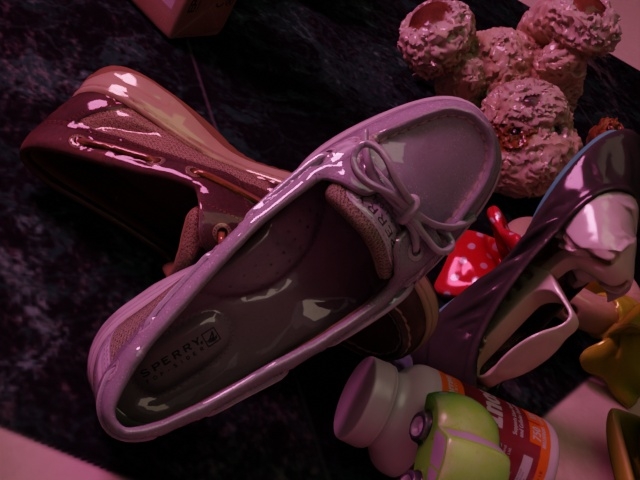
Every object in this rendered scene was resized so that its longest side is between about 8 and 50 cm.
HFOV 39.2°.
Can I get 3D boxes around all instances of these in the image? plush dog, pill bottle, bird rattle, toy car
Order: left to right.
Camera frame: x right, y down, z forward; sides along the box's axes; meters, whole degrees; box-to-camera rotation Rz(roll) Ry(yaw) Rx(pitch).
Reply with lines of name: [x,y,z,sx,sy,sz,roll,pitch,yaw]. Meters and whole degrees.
pill bottle: [0.091,0.144,0.663,0.152,0.086,0.086,25,37,-13]
toy car: [0.076,0.197,0.553,0.239,0.053,0.225,23,62,-17]
plush dog: [0.223,-0.150,1.059,0.262,0.211,0.225,-5,61,-5]
bird rattle: [0.241,0.045,0.903,0.253,0.143,0.207,22,24,4]

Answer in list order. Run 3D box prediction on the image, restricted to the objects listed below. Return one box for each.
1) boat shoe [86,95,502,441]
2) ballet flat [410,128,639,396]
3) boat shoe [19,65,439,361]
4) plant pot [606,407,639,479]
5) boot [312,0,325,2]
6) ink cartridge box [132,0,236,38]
boat shoe: [-0.005,0.016,0.575,0.320,0.103,0.118,-33,100,-10]
ballet flat: [0.195,0.032,0.739,0.095,0.280,0.096,43,-1,-39]
boat shoe: [-0.075,0.000,0.682,0.342,0.123,0.123,36,47,5]
plant pot: [0.370,0.202,0.714,0.228,0.207,0.227,23,38,-17]
boot: [-0.047,-0.369,1.099,0.207,0.094,0.246,47,57,-30]
ink cartridge box: [-0.143,-0.359,0.922,0.193,0.235,0.088,45,37,15]
